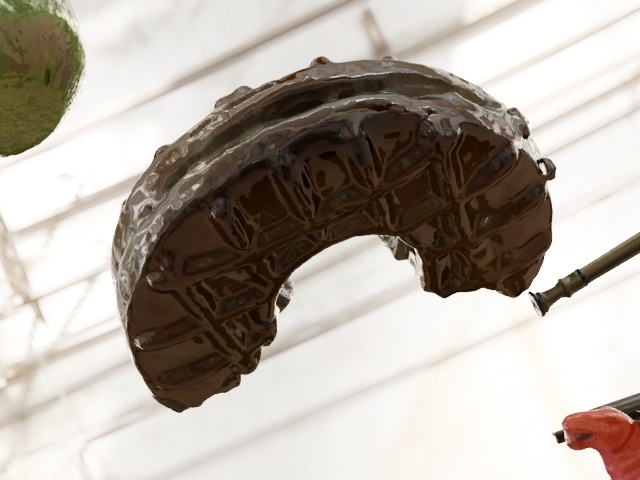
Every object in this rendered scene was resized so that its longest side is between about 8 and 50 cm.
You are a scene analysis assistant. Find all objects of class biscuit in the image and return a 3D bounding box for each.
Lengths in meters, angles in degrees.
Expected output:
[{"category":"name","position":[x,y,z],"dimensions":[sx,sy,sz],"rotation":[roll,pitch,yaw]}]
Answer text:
[{"category":"biscuit","position":[0.004,-0.015,1.463],"dimensions":[0.366,0.115,0.268],"rotation":[-24,-42,-2]}]

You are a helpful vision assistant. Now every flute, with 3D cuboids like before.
[{"category":"flute","position":[0.273,-0.006,1.533],"dimensions":[0.233,0.027,0.027],"rotation":[-31,-15,-3]}]

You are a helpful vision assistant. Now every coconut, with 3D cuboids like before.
[{"category":"coconut","position":[-0.338,-0.206,1.836],"dimensions":[0.236,0.236,0.204],"rotation":[-13,-33,-37]}]

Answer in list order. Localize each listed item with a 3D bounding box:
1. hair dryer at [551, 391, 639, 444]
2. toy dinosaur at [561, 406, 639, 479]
[{"category":"hair dryer","position":[0.366,0.190,1.956],"dimensions":[0.248,0.196,0.078],"rotation":[-21,8,22]},{"category":"toy dinosaur","position":[0.293,0.167,1.221],"dimensions":[0.139,0.286,0.070],"rotation":[-62,2,9]}]
